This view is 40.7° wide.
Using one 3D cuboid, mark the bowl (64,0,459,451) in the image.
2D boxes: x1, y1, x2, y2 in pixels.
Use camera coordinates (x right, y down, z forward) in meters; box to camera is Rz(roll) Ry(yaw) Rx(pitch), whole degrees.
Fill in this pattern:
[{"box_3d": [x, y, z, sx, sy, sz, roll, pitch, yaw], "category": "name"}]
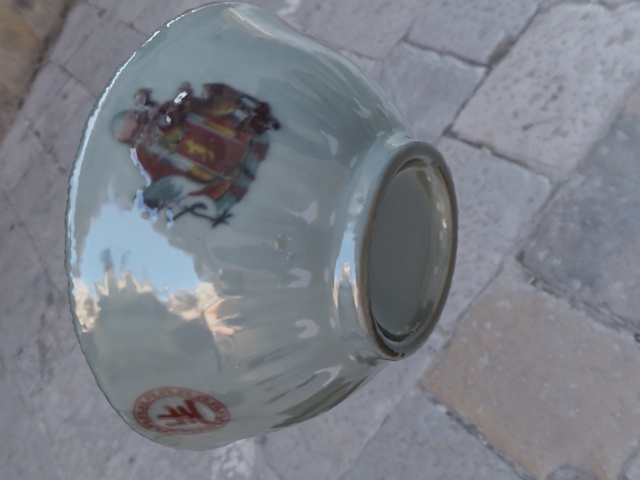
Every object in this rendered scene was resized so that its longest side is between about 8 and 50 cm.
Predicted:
[{"box_3d": [0.000, 0.000, 0.617, 0.158, 0.337, 0.337, 8, 63, 32], "category": "bowl"}]
